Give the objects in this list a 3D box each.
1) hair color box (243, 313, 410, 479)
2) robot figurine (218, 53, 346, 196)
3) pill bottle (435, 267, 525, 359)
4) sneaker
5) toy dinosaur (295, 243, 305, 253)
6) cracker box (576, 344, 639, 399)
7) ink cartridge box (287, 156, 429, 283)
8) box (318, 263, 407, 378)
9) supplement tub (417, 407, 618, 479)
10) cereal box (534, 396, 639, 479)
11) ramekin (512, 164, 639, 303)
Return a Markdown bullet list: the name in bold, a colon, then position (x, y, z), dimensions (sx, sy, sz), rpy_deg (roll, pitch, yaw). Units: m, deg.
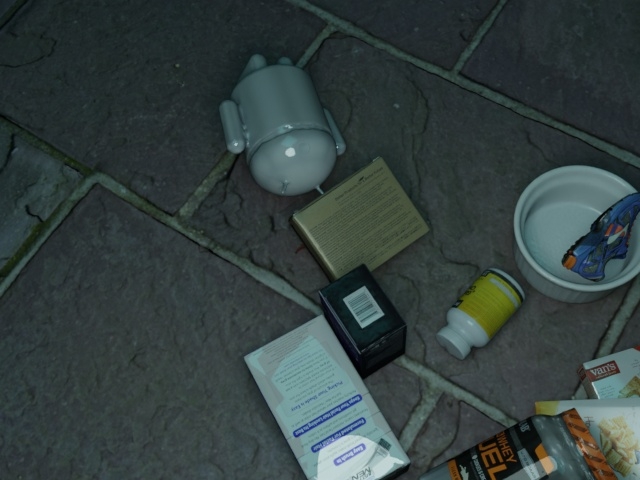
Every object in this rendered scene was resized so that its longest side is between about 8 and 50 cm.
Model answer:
- **hair color box**: position (0.010, 0.338, 1.532), dimensions (0.185, 0.110, 0.339), rpy_deg (-27, 65, -9)
- **robot figurine**: position (-0.082, -0.246, 1.747), dimensions (0.299, 0.200, 0.354), rpy_deg (-3, 61, -29)
- **pill bottle**: position (0.321, 0.151, 1.592), dimensions (0.103, 0.103, 0.184), rpy_deg (40, 74, 19)
- **sneaker**: position (0.564, -0.006, 1.518), dimensions (0.087, 0.083, 0.221), rpy_deg (44, 81, 7)
- **toy dinosaur**: position (0.000, 0.000, 1.731), dimensions (0.082, 0.047, 0.090), rpy_deg (23, 103, 5)
- **cracker box**: position (0.617, 0.327, 1.510), dimensions (0.155, 0.067, 0.232), rpy_deg (-17, 65, -2)
- **ink cartridge box**: position (0.080, -0.033, 1.666), dimensions (0.234, 0.088, 0.193), rpy_deg (-34, 92, -11)
- **box**: position (0.086, 0.164, 1.548), dimensions (0.108, 0.207, 0.153), rpy_deg (-31, 66, -9)
- **supplement tub**: position (0.346, 0.434, 1.377), dimensions (0.316, 0.193, 0.194), rpy_deg (-31, 66, 8)
- **cereal box**: position (0.526, 0.380, 1.447), dimensions (0.240, 0.047, 0.173), rpy_deg (-10, 71, 27)
- **ramekin**: position (0.532, -0.003, 1.627), dimensions (0.277, 0.135, 0.277), rpy_deg (-2, 65, 4)
